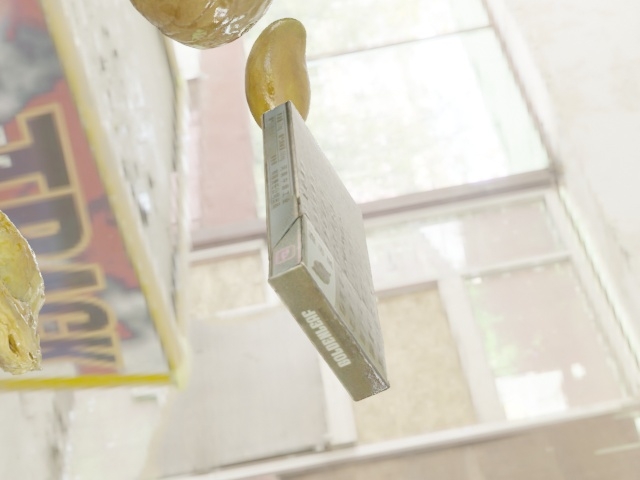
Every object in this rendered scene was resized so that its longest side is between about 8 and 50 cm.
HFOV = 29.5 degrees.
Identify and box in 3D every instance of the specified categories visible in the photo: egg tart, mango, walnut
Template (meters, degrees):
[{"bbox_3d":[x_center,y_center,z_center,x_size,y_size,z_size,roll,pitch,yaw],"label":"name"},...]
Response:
[{"bbox_3d":[-0.441,0.035,1.540,0.319,0.128,0.319,39,-23,21],"label":"egg tart"},{"bbox_3d":[-0.071,-0.290,2.130,0.136,0.099,0.227,23,66,-42],"label":"mango"},{"bbox_3d":[-0.147,-0.365,1.594,0.228,0.228,0.228,-11,90,-89],"label":"walnut"}]

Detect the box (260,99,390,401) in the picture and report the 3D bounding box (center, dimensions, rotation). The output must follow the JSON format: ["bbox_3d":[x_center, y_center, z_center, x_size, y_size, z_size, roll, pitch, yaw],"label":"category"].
[{"bbox_3d":[0.001,0.001,1.284,0.180,0.047,0.325,56,14,-31],"label":"box"}]
